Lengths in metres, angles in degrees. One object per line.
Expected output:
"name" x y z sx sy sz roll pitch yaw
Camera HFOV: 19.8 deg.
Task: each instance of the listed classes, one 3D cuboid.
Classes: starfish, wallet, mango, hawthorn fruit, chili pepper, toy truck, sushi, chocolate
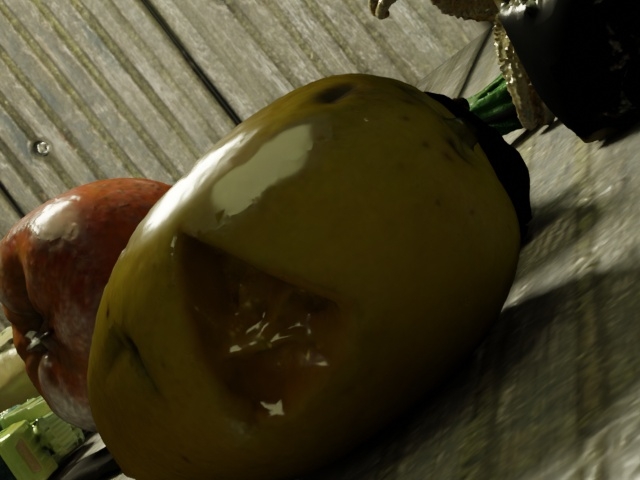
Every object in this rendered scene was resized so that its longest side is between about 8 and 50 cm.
"starfish" 0.190 -0.251 1.725 0.312 0.303 0.113 -26 -39 -15
"wallet" -0.188 0.194 1.654 0.157 0.018 0.082 -33 7 45
"mango" -0.023 0.044 1.067 0.253 0.182 0.365 -45 -3 -38
"hawthorn fruit" -0.187 0.044 1.722 0.231 0.235 0.263 -2 42 31
"chili pepper" 0.187 -0.154 1.757 0.279 0.122 0.065 -34 -39 -10
"toy truck" -0.303 0.216 1.916 0.116 0.085 0.191 -31 5 17
"sushi" 0.224 -0.211 1.368 0.200 0.204 0.213 -31 13 25
"chocolate" 0.085 -0.034 1.369 0.343 0.126 0.148 66 -141 -88

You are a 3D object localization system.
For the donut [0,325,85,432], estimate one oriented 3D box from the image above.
"donut" -0.328 0.162 2.180 0.307 0.150 0.371 -40 5 -19
